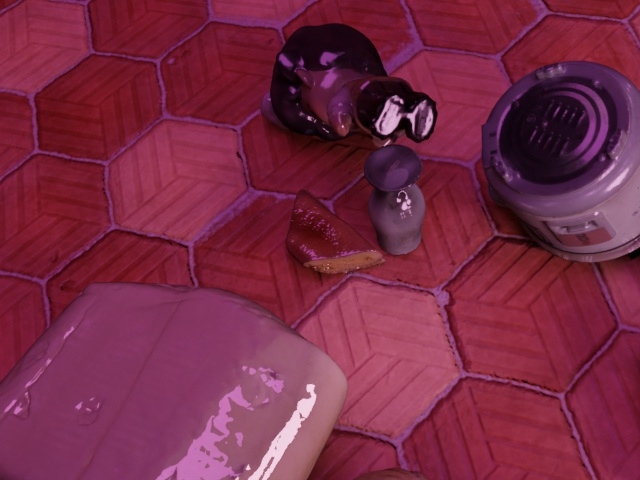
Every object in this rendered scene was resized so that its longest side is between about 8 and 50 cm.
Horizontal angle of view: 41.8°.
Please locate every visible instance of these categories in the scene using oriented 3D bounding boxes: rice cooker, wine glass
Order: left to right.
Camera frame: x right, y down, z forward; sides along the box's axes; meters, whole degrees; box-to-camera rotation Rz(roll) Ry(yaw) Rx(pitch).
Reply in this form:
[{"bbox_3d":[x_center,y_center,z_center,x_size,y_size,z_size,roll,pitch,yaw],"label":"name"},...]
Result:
[{"bbox_3d":[0.120,-0.058,1.330,0.093,0.202,0.092,-5,58,8],"label":"wine glass"},{"bbox_3d":[0.397,-0.114,1.281,0.317,0.316,0.264,-4,67,5],"label":"rice cooker"}]

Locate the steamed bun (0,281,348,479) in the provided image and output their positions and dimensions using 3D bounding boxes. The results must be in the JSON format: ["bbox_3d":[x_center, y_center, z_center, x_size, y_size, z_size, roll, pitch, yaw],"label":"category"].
[{"bbox_3d":[-0.207,0.255,1.142,0.456,0.290,0.371,14,56,32],"label":"steamed bun"}]

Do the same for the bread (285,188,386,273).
[{"bbox_3d":[0.000,0.000,1.390,0.119,0.067,0.192,-36,63,-22],"label":"bread"}]

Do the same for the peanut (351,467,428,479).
[{"bbox_3d":[0.026,0.403,1.123,0.290,0.130,0.130,-28,61,-6],"label":"peanut"}]

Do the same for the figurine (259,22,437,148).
[{"bbox_3d":[0.054,-0.225,1.404,0.218,0.206,0.365,-12,38,-20],"label":"figurine"}]

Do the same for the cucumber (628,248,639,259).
[{"bbox_3d":[0.574,-0.054,1.363,0.220,0.046,0.070,-29,53,-9],"label":"cucumber"}]
